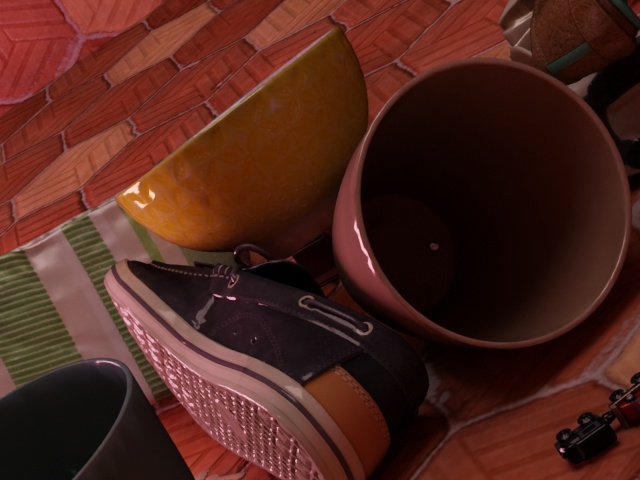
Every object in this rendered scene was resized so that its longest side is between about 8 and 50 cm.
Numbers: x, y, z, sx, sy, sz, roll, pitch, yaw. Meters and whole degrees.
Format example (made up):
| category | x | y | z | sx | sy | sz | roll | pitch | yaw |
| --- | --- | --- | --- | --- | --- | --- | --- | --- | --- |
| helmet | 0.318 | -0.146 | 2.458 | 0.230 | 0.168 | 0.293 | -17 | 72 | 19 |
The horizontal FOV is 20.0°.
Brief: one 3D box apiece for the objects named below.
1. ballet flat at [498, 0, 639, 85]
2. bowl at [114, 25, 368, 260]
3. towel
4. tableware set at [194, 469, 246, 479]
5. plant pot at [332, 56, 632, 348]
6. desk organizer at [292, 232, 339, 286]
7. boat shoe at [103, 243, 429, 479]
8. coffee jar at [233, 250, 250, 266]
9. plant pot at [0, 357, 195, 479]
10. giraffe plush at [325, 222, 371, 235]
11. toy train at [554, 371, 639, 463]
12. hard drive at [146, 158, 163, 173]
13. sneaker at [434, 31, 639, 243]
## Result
| category | x | y | z | sx | sy | sz | roll | pitch | yaw |
| --- | --- | --- | --- | --- | --- | --- | --- | --- | --- |
| ballet flat | 0.233 | -0.217 | 1.750 | 0.124 | 0.116 | 0.342 | -41 | 14 | 15 |
| bowl | -0.050 | -0.071 | 1.842 | 0.289 | 0.156 | 0.289 | -38 | 6 | 5 |
| towel | -0.243 | 0.084 | 1.988 | 0.325 | 0.248 | 0.038 | -27 | -22 | -11 |
| tableware set | -0.143 | 0.274 | 1.718 | 0.141 | 0.020 | 0.168 | -12 | 30 | 47 |
| plant pot | 0.111 | -0.010 | 1.684 | 0.256 | 0.256 | 0.274 | -42 | 4 | -20 |
| desk organizer | 0.000 | 0.000 | 2.075 | 0.047 | 0.050 | 0.130 | -30 | 20 | 14 |
| boat shoe | -0.061 | 0.104 | 1.752 | 0.156 | 0.187 | 0.500 | -39 | 26 | -16 |
| coffee jar | -0.183 | 0.036 | 2.219 | 0.184 | 0.096 | 0.079 | -25 | 16 | 27 |
| plant pot | -0.208 | 0.279 | 1.491 | 0.293 | 0.235 | 0.293 | -31 | 20 | 13 |
| giraffe plush | 0.083 | -0.083 | 2.029 | 0.170 | 0.181 | 0.210 | -19 | -12 | 12 |
| toy train | 0.253 | 0.123 | 1.422 | 0.158 | 0.027 | 0.036 | -36 | 23 | -3 |
| hard drive | -0.176 | -0.043 | 2.438 | 0.237 | 0.064 | 0.339 | -25 | 23 | 26 |
| sneaker | 0.248 | -0.114 | 1.849 | 0.410 | 0.158 | 0.182 | -19 | 14 | 21 |
